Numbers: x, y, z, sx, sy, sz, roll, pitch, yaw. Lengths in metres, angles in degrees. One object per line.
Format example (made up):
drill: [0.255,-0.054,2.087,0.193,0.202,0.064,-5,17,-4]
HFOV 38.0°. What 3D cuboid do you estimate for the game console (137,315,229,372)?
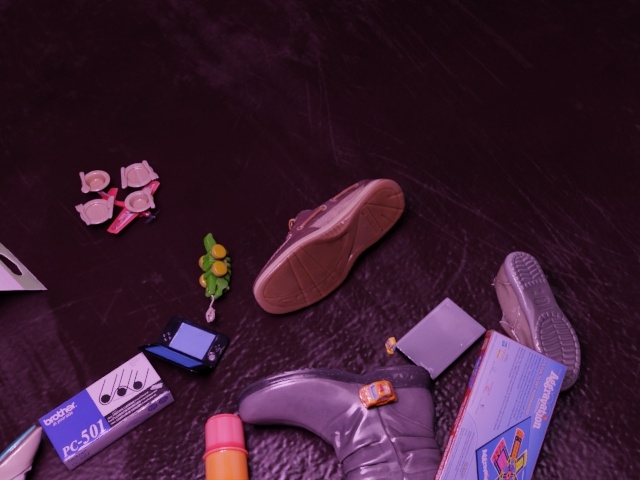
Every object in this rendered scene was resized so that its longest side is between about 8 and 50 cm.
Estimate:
game console: [-0.239,0.181,1.636,0.122,0.071,0.107,20,62,17]

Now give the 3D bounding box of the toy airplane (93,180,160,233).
toy airplane: [-0.388,-0.068,1.837,0.151,0.028,0.151,-1,51,2]

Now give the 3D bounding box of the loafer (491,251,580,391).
loafer: [0.368,0.145,1.603,0.094,0.087,0.251,-3,65,-27]

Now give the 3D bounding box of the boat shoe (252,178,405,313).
boat shoe: [0.000,0.000,1.720,0.342,0.123,0.123,-43,33,-15]

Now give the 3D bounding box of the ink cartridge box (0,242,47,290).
ink cartridge box: [-0.644,0.060,1.699,0.171,0.235,0.056,39,103,25]

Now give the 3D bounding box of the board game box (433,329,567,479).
board game box: [0.282,0.298,1.464,0.145,0.027,0.281,26,73,-9]

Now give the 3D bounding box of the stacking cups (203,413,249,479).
stacking cups: [-0.137,0.424,1.456,0.096,0.096,0.316,-7,56,1]

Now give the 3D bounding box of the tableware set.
tableware set: [-0.399,-0.096,1.828,0.169,0.020,0.141,-12,51,-9]

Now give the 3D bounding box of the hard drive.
hard drive: [0.209,0.174,1.625,0.135,0.022,0.094,-40,62,-18]

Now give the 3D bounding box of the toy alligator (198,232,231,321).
toy alligator: [-0.188,0.072,1.716,0.051,0.056,0.189,17,50,-32]

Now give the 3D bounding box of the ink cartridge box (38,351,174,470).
ink cartridge box: [-0.365,0.291,1.592,0.207,0.046,0.097,-34,59,-15]

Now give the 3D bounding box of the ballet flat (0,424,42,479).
ballet flat: [-0.541,0.409,1.522,0.248,0.086,0.086,-39,62,-16]

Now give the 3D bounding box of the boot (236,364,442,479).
boot: [0.035,0.323,1.489,0.338,0.118,0.222,-6,58,1]

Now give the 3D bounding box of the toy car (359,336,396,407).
toy car: [0.094,0.207,1.489,0.060,0.040,0.122,5,58,-7]
